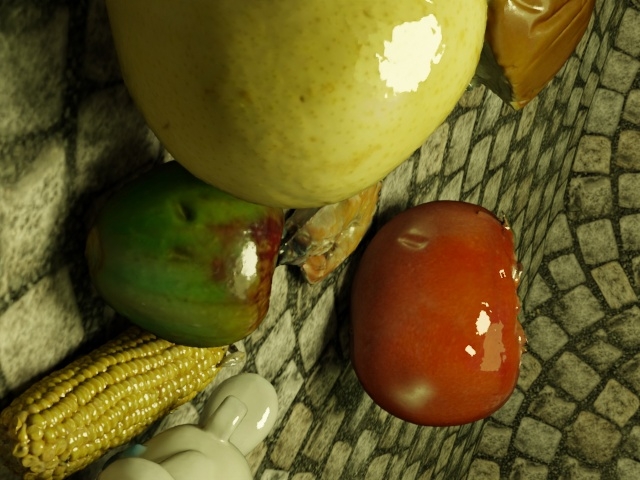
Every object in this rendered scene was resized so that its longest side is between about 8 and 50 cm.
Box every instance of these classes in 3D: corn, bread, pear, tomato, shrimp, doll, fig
[{"bbox_3d":[-0.188,0.142,0.935,0.293,0.106,0.106,-33,138,-52],"label":"corn"},{"bbox_3d":[0.259,-0.341,1.356,0.279,0.225,0.250,-59,154,-21],"label":"bread"},{"bbox_3d":[-0.024,-0.182,0.773,0.309,0.309,0.309,-48,149,-41],"label":"pear"},{"bbox_3d":[0.172,0.108,1.496,0.341,0.273,0.341,-5,90,-83],"label":"tomato"},{"bbox_3d":[0.000,0.000,1.283,0.317,0.062,0.164,-34,142,-58],"label":"shrimp"},{"bbox_3d":[-0.178,0.299,0.929,0.365,0.187,0.376,-60,155,6],"label":"doll"},{"bbox_3d":[-0.120,0.012,0.898,0.191,0.181,0.181,7,104,-37],"label":"fig"}]
